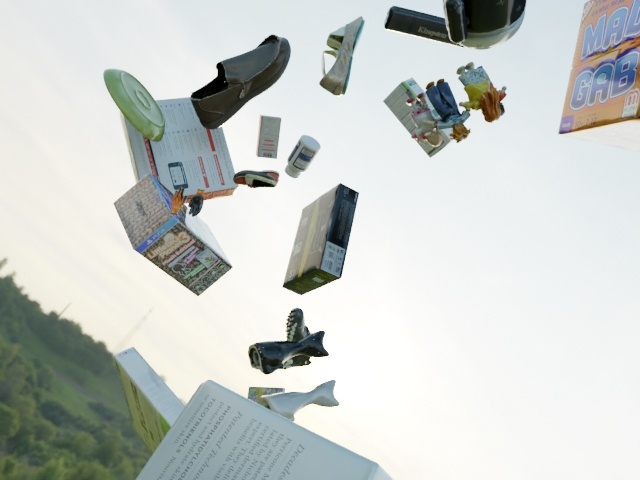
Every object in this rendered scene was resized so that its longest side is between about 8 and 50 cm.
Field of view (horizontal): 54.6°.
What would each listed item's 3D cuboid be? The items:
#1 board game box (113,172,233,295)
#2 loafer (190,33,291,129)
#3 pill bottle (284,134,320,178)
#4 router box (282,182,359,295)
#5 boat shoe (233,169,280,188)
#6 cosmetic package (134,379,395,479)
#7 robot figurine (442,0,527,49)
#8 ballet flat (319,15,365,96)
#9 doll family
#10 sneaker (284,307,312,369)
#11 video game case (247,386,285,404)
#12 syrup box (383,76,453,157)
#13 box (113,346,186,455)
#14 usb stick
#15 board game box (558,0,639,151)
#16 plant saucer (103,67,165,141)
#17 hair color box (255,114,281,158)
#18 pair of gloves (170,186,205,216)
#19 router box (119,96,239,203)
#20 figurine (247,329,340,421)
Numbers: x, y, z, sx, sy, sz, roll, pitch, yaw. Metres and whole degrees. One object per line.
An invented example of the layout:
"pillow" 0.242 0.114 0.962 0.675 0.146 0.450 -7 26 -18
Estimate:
"board game box" -0.425 -0.013 1.800 0.291 0.141 0.232 48 2 -46
"loafer" -0.241 -0.491 1.855 0.134 0.366 0.130 45 -1 43
"pill bottle" -0.078 -0.336 2.513 0.094 0.094 0.169 36 -59 1
"router box" 0.000 0.000 1.974 0.081 0.308 0.243 26 -28 -23
"boat shoe" -0.173 -0.159 1.648 0.137 0.043 0.049 0 -29 20
"cosmetic package" -0.078 0.497 1.029 0.394 0.327 0.329 13 -32 40
"robot figurine" 0.328 -0.522 1.253 0.278 0.209 0.173 66 4 -54
"ballet flat" 0.064 -0.606 1.984 0.106 0.316 0.107 17 -26 -3
"doll family" 0.337 -0.324 1.497 0.118 0.263 0.163 52 13 -77
"sneaker" -0.052 0.284 1.801 0.106 0.078 0.234 3 -54 -9
"video game case" -0.158 0.490 1.714 0.119 0.166 0.015 -5 -22 29
"syrup box" 0.314 -0.382 1.928 0.237 0.093 0.096 50 -53 2
"box" -0.349 0.405 1.366 0.322 0.058 0.232 30 -47 46
"usb stick" 0.325 -0.637 1.851 0.278 0.045 0.077 9 -44 -13
"board game box" 0.850 -0.409 1.483 0.357 0.356 0.356 10 3 -7
"plant saucer" -0.513 -0.390 1.749 0.241 0.037 0.241 56 11 -16
"hair color box" -0.177 -0.352 2.108 0.072 0.141 0.043 4 15 -17
"pair of gloves" -0.325 -0.094 1.519 0.083 0.074 0.010 8 -16 13
"router box" -0.449 -0.283 1.971 0.082 0.301 0.335 -40 -116 63
"figurine" -0.057 0.347 1.579 0.092 0.209 0.214 -30 -109 61
